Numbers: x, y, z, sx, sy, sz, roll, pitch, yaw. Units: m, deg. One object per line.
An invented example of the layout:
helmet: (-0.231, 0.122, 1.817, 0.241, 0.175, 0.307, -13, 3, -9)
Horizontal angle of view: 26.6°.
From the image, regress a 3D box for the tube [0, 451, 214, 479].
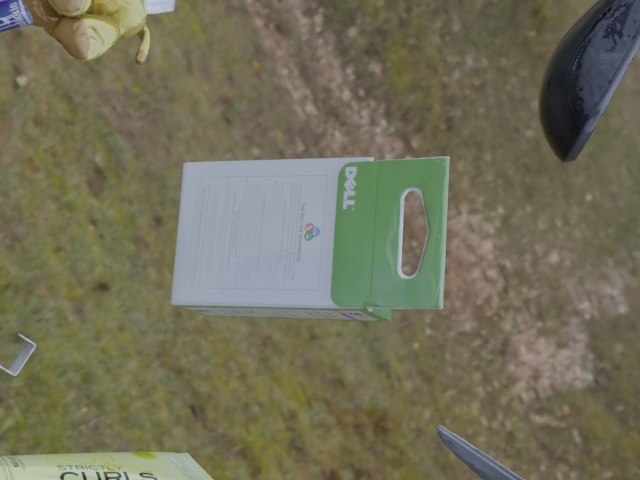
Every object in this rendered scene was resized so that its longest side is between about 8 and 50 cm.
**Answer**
tube: (-0.189, 0.187, 1.020, 0.240, 0.062, 0.070, 2, 58, -31)

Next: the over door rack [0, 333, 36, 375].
over door rack: (-0.596, 0.114, 1.887, 0.324, 0.239, 0.108, 24, 91, -50)

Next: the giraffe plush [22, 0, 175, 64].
giraffe plush: (-0.317, -0.320, 1.739, 0.210, 0.170, 0.181, 8, 93, -61)

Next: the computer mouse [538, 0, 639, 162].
computer mouse: (0.283, -0.207, 1.343, 0.072, 0.272, 0.188, 29, -3, 5)

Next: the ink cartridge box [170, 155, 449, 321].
ink cartridge box: (0.000, 0.000, 0.971, 0.062, 0.209, 0.109, 27, 65, -63)

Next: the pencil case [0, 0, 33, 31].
pencil case: (-0.161, -0.186, 0.521, 0.086, 0.088, 0.206, -84, 157, -48)

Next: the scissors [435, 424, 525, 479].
scissors: (0.194, 0.202, 0.831, 0.297, 0.109, 0.021, 53, 11, 26)
